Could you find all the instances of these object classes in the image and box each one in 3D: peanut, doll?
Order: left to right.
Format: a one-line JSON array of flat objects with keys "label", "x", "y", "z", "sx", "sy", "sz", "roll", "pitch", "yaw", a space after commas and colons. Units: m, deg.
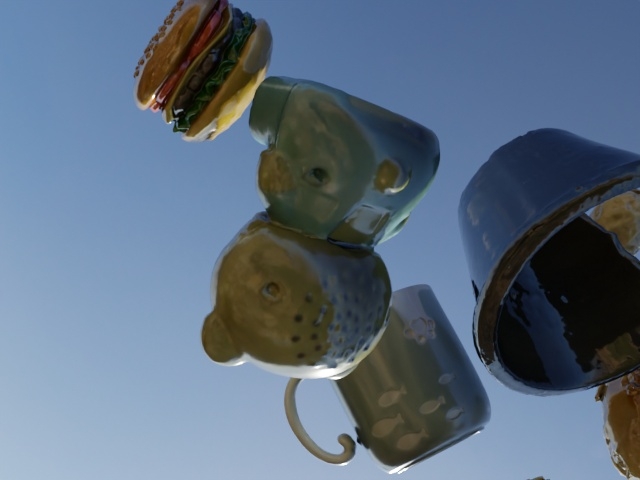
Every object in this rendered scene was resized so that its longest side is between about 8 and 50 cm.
[{"label": "doll", "x": 0.000, "y": 0.000, "z": 0.645, "sx": 0.161, "sy": 0.177, "sz": 0.261, "roll": 28, "pitch": -80, "yaw": 53}, {"label": "peanut", "x": 0.506, "y": 0.020, "z": 1.320, "sx": 0.290, "sy": 0.130, "sz": 0.130, "roll": -48, "pitch": -112, "yaw": 30}]

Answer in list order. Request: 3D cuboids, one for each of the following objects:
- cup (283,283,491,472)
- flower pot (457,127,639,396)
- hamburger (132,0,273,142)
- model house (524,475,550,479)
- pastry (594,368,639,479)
[{"label": "cup", "x": 0.113, "y": 0.284, "z": 1.298, "sx": 0.275, "sy": 0.356, "sz": 0.259, "roll": 62, "pitch": 0, "yaw": 20}, {"label": "flower pot", "x": 0.328, "y": 0.001, "z": 0.968, "sx": 0.251, "sy": 0.379, "sz": 0.380, "roll": -116, "pitch": -143, "yaw": -48}, {"label": "hamburger", "x": -0.121, "y": -0.182, "z": 0.732, "sx": 0.115, "sy": 0.162, "sz": 0.162, "roll": 33, "pitch": -41, "yaw": -20}, {"label": "model house", "x": 0.485, "y": 0.755, "z": 1.662, "sx": 0.340, "sy": 0.323, "sz": 0.300, "roll": 32, "pitch": -27, "yaw": 31}, {"label": "pastry", "x": 0.708, "y": 0.309, "z": 1.259, "sx": 0.409, "sy": 0.409, "sz": 0.245, "roll": 43, "pitch": -28, "yaw": 27}]
